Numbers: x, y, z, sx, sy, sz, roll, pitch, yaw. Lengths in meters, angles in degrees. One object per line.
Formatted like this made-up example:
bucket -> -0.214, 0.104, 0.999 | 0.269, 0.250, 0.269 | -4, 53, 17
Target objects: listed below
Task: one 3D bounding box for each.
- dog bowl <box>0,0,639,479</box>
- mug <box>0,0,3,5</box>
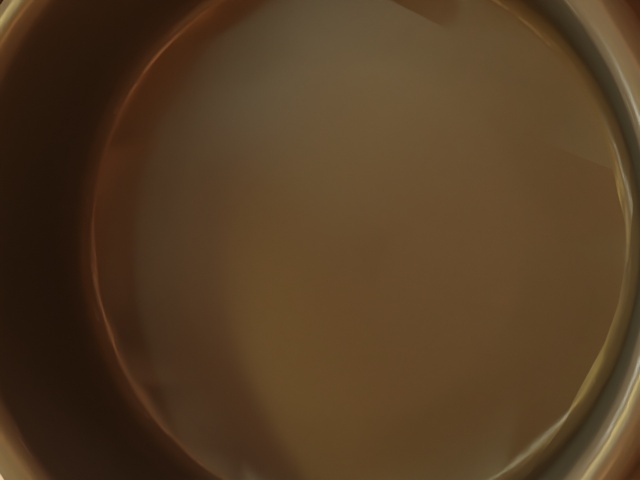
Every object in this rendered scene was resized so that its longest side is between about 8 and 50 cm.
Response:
dog bowl -> 0.000, 0.000, 0.675 | 0.102, 0.348, 0.349 | 2, -109, -73
mug -> -0.096, -0.209, 1.030 | 0.276, 0.374, 0.328 | 19, -154, -24
